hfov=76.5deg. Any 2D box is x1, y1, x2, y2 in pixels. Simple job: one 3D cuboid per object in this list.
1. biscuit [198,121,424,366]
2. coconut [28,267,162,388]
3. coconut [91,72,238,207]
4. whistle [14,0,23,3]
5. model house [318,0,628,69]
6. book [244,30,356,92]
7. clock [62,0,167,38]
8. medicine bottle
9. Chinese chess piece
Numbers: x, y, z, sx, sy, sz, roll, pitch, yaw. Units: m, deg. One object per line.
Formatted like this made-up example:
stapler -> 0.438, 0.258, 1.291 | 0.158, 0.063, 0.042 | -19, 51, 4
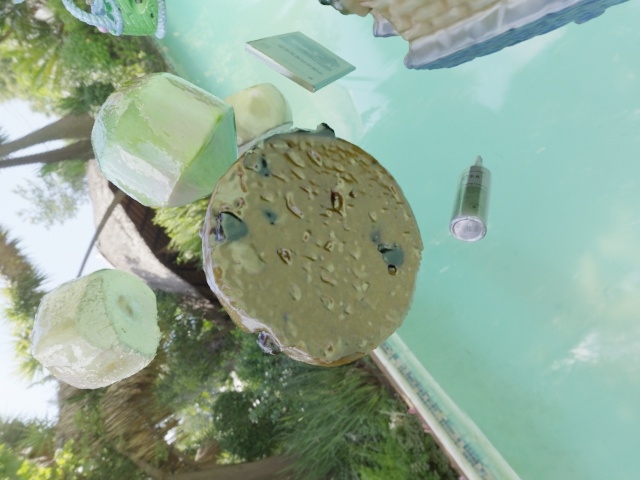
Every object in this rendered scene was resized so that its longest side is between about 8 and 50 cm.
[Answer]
biscuit -> 0.000, 0.000, 0.490 | 0.296, 0.296, 0.075 | 55, 148, 1
coconut -> -0.591, 0.231, 1.068 | 0.297, 0.254, 0.297 | 59, -173, -12
coconut -> -0.236, -0.157, 0.677 | 0.236, 0.204, 0.236 | 31, -161, -12
whistle -> -0.903, -0.861, 1.237 | 0.133, 0.346, 0.142 | 11, 155, 29
model house -> 0.264, -0.504, 0.649 | 0.395, 0.445, 0.400 | -11, 152, 44
book -> -0.041, -0.486, 1.087 | 0.215, 0.283, 0.025 | 33, 130, 4
clock -> -0.409, -0.497, 0.789 | 0.100, 0.195, 0.194 | -26, 70, 55
medicine bottle -> 0.256, -0.084, 0.680 | 0.057, 0.199, 0.058 | 15, 140, 13
Chinese chess piece -> -0.194, -0.263, 0.969 | 0.112, 0.270, 0.270 | 60, 173, -10
